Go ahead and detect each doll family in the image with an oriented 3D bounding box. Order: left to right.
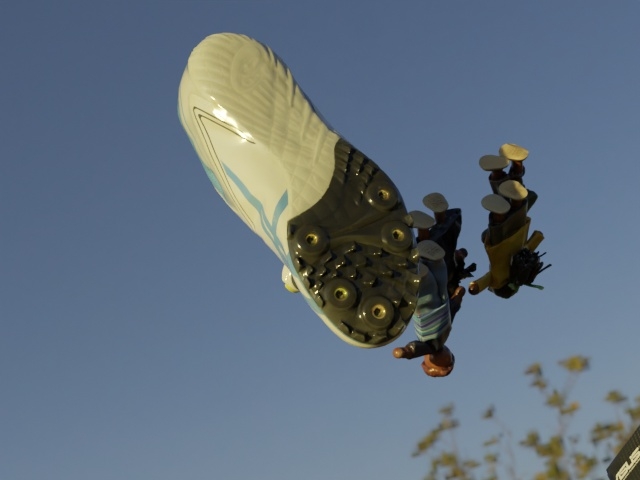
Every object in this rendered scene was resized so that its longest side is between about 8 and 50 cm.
[{"bbox_3d":[0.110,0.020,1.031,0.193,0.076,0.111,-31,-43,-24],"label":"doll family"}]

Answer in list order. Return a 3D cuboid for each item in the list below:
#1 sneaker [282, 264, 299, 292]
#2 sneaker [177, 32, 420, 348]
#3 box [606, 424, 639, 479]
[{"bbox_3d":[0.000,0.000,1.023,0.031,0.083,0.035,19,-9,-41],"label":"sneaker"},{"bbox_3d":[-0.013,-0.027,0.846,0.085,0.237,0.086,-22,-31,-20],"label":"sneaker"},{"bbox_3d":[0.321,0.127,0.941,0.190,0.045,0.184,15,-60,-20],"label":"box"}]
